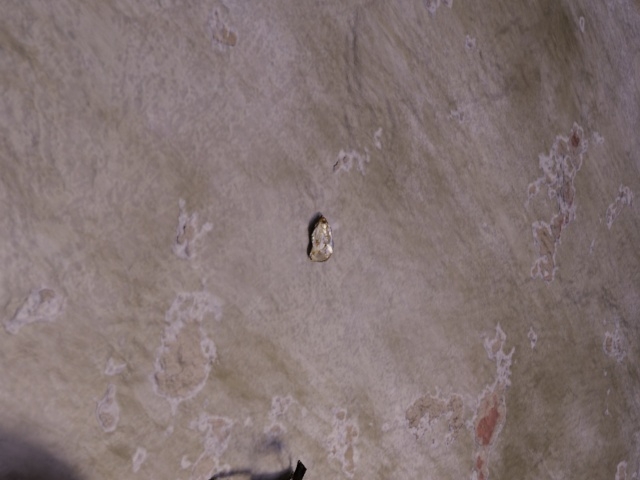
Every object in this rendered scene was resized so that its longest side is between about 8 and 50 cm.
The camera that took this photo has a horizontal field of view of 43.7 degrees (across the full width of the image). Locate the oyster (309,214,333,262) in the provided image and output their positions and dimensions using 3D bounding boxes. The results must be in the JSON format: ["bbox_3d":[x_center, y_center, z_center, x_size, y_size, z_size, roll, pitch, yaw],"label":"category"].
[{"bbox_3d":[0.000,-0.003,1.410,0.054,0.019,0.083,-1,98,-45],"label":"oyster"}]

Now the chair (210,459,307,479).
[{"bbox_3d":[-0.073,0.455,1.307,0.213,0.149,0.174,8,88,-51],"label":"chair"}]
